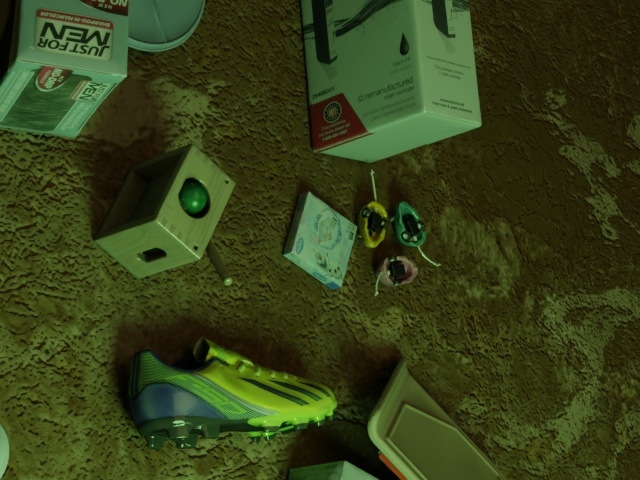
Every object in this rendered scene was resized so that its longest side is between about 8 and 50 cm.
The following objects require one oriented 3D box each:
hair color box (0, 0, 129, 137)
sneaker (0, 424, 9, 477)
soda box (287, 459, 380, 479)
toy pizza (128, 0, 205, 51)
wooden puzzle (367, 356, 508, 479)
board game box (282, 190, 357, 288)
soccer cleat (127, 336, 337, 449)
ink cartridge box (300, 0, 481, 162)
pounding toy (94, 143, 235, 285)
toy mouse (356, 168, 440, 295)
[{"bbox_3d":[-0.271,-0.316,1.551,0.113,0.185,0.374,7,72,-23],"label":"hair color box"},{"bbox_3d":[-0.389,0.127,1.298,0.366,0.210,0.137,34,56,-34],"label":"sneaker"},{"bbox_3d":[0.084,0.359,1.789,0.286,0.098,0.091,34,56,-33],"label":"soda box"},{"bbox_3d":[-0.216,-0.312,1.733,0.201,0.032,0.201,15,68,-40],"label":"toy pizza"},{"bbox_3d":[0.144,0.274,1.839,0.239,0.044,0.221,52,20,-4],"label":"wooden puzzle"},{"bbox_3d":[0.000,0.000,1.866,0.090,0.020,0.090,37,55,-33],"label":"board game box"},{"bbox_3d":[-0.090,0.163,1.678,0.289,0.093,0.121,3,69,-45],"label":"soccer cleat"},{"bbox_3d":[0.084,-0.257,1.898,0.114,0.197,0.273,9,72,-44],"label":"ink cartridge box"},{"bbox_3d":[-0.153,-0.018,1.630,0.100,0.141,0.130,43,52,-29],"label":"pounding toy"},{"bbox_3d":[0.098,0.008,1.954,0.143,0.031,0.161,25,62,-38],"label":"toy mouse"}]
